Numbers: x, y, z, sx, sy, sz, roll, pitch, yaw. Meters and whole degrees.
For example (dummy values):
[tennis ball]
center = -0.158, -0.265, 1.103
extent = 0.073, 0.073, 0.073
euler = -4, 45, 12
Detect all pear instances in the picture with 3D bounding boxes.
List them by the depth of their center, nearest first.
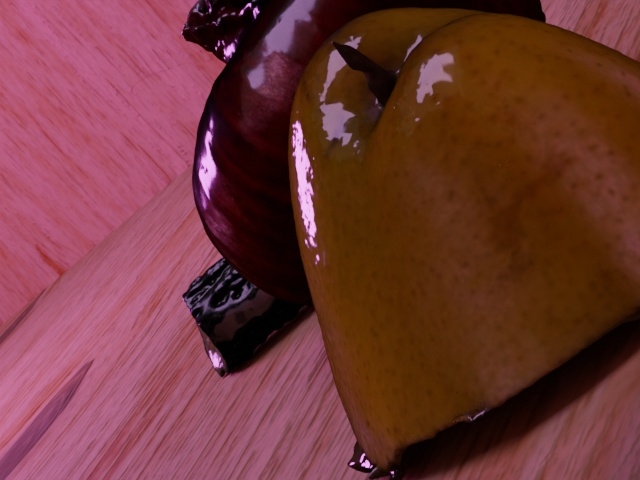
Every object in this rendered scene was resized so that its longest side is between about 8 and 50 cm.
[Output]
[pear]
center = 0.067, -0.033, 0.926
extent = 0.267, 0.178, 0.267
euler = -39, 6, 5

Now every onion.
[onion]
center = 0.004, -0.101, 1.243
extent = 0.273, 0.285, 0.273
euler = -56, -8, -12

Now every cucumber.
[cucumber]
center = 0.000, -0.001, 1.421
extent = 0.265, 0.077, 0.077
euler = -39, 9, 13
